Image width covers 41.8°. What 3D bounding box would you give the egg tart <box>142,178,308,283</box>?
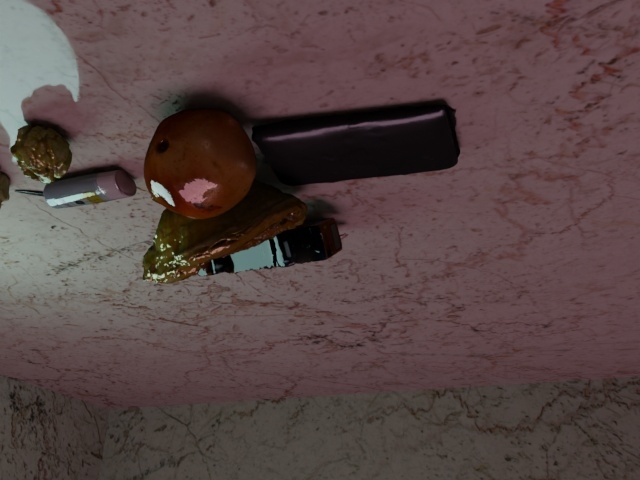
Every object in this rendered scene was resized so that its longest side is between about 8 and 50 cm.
[{"bbox_3d":[-0.192,-0.036,1.717,0.340,0.152,0.352,-23,-178,-34],"label":"egg tart"}]

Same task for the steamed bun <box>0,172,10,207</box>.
[{"bbox_3d":[-0.768,-0.108,1.794,0.178,0.106,0.192,8,155,-12],"label":"steamed bun"}]

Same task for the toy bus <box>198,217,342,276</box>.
[{"bbox_3d":[-0.137,0.020,1.946,0.409,0.093,0.092,-8,-167,37],"label":"toy bus"}]

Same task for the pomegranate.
[{"bbox_3d":[-0.222,-0.141,1.524,0.209,0.209,0.209,3,157,1],"label":"pomegranate"}]

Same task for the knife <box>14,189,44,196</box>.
[{"bbox_3d":[-0.610,-0.100,1.907,0.170,0.010,0.023,8,157,-5],"label":"knife"}]

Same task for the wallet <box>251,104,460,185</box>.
[{"bbox_3d":[0.073,-0.176,1.572,0.378,0.051,0.197,-4,153,17],"label":"wallet"}]

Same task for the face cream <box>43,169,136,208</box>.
[{"bbox_3d":[-0.499,-0.109,1.808,0.199,0.057,0.084,-7,155,24],"label":"face cream"}]

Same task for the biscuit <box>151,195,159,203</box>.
[{"bbox_3d":[-0.260,-0.095,1.835,0.221,0.028,0.142,5,156,-6],"label":"biscuit"}]

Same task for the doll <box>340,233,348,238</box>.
[{"bbox_3d":[0.000,0.000,1.947,0.127,0.084,0.073,4,161,23],"label":"doll"}]

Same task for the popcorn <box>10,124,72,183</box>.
[{"bbox_3d":[-0.543,-0.163,1.632,0.116,0.106,0.121,5,158,-27],"label":"popcorn"}]
